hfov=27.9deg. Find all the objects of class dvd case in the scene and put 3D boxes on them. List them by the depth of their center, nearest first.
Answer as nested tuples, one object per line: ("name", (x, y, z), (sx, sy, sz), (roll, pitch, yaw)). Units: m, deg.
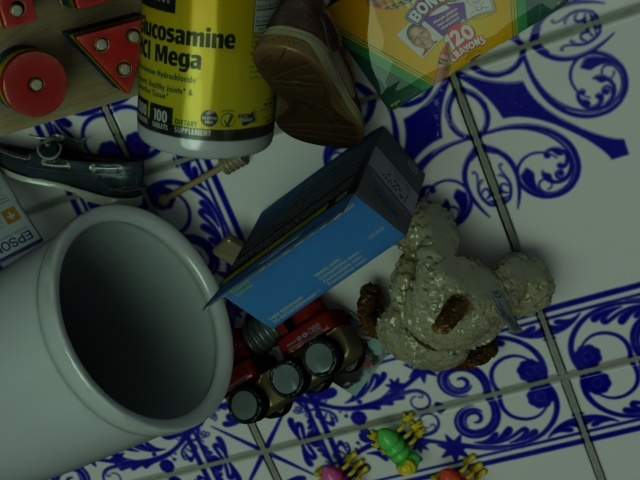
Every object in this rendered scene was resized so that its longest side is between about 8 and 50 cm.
("dvd case", (0.050, 0.173, 1.970), (0.087, 0.013, 0.119), (33, 114, -4))

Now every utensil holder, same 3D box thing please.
("utensil holder", (-0.370, 0.169, 1.854), (0.385, 0.327, 0.328), (-27, 107, 36))

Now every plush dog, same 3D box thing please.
("plush dog", (0.172, 0.107, 1.835), (0.262, 0.211, 0.225), (27, 139, -1))

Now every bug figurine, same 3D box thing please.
("bug figurine", (0.114, 0.401, 2.026), (0.279, 0.072, 0.216), (-35, 103, 23))

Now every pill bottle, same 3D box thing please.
("pill bottle", (-0.144, -0.289, 1.700), (0.187, 0.188, 0.334), (8, 110, 8))

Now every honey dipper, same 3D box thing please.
("honey dipper", (-0.176, -0.091, 1.890), (0.160, 0.030, 0.030), (-26, 106, 23))

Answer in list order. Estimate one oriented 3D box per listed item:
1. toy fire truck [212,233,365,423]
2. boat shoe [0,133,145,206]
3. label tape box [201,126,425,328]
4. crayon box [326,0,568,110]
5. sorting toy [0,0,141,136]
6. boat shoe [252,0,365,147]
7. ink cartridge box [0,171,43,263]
("toy fire truck", (-0.087, 0.126, 1.920), (0.217, 0.158, 0.246), (-34, 75, 19))
("boat shoe", (-0.371, -0.113, 1.877), (0.254, 0.095, 0.079), (17, 108, 23))
("label tape box", (0.000, 0.000, 1.724), (0.240, 0.334, 0.106), (-35, 103, 23))
("crayon box", (0.164, -0.315, 1.690), (0.278, 0.081, 0.165), (-30, 105, 22))
("sorting toy", (-0.345, -0.288, 1.723), (0.257, 0.089, 0.256), (-21, 114, -24))
("boat shoe", (-0.003, -0.223, 1.679), (0.123, 0.342, 0.123), (8, 73, 16))
("ink cartridge box", (-0.615, -0.056, 1.808), (0.330, 0.324, 0.071), (58, 150, 4))
